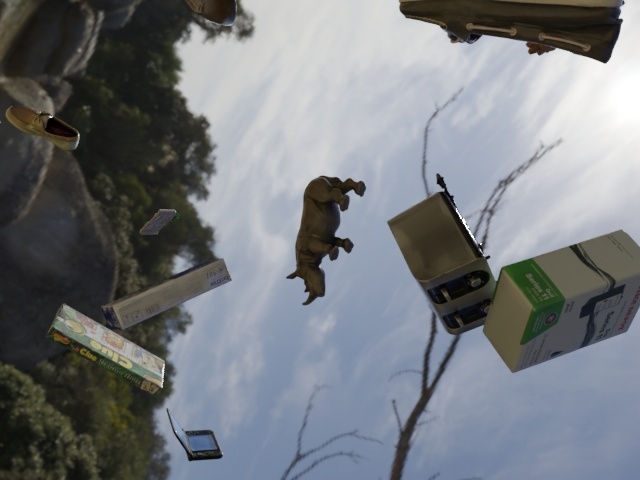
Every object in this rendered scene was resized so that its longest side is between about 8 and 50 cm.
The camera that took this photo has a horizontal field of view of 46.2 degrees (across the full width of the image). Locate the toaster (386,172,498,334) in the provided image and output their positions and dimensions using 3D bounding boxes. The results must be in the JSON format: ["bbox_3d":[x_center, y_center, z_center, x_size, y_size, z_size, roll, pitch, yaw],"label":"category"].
[{"bbox_3d":[0.193,0.029,1.146,0.110,0.168,0.185,-27,-133,7],"label":"toaster"}]

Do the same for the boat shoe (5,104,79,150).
[{"bbox_3d":[-0.507,-0.215,1.377,0.045,0.135,0.050,-38,-146,51],"label":"boat shoe"}]

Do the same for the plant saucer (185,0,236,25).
[{"bbox_3d":[-0.231,-0.508,1.271,0.050,0.310,0.310,-25,-163,-12],"label":"plant saucer"}]

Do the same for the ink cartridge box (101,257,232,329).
[{"bbox_3d":[-0.265,0.092,1.293,0.207,0.046,0.097,-24,-174,-27],"label":"ink cartridge box"}]

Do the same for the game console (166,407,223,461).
[{"bbox_3d":[-0.266,0.404,1.576,0.122,0.107,0.071,-145,-122,-68],"label":"game console"}]

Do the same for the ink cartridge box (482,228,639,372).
[{"bbox_3d":[0.353,0.086,1.067,0.153,0.208,0.087,91,-23,-46],"label":"ink cartridge box"}]

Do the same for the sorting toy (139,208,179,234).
[{"bbox_3d":[-0.299,-0.036,1.410,0.062,0.012,0.083,-46,165,17],"label":"sorting toy"}]

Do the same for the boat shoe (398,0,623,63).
[{"bbox_3d":[0.273,-0.321,1.124,0.112,0.335,0.095,-31,127,-61],"label":"boat shoe"}]

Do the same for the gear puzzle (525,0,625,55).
[{"bbox_3d":[0.484,-0.422,1.260,0.339,0.175,0.044,-39,-120,35],"label":"gear puzzle"}]

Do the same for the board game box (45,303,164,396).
[{"bbox_3d":[-0.450,0.232,1.595,0.030,0.260,0.136,-53,-162,11],"label":"board game box"}]

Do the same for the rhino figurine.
[{"bbox_3d":[0.000,0.000,1.324,0.106,0.073,0.243,21,-77,36],"label":"rhino figurine"}]
